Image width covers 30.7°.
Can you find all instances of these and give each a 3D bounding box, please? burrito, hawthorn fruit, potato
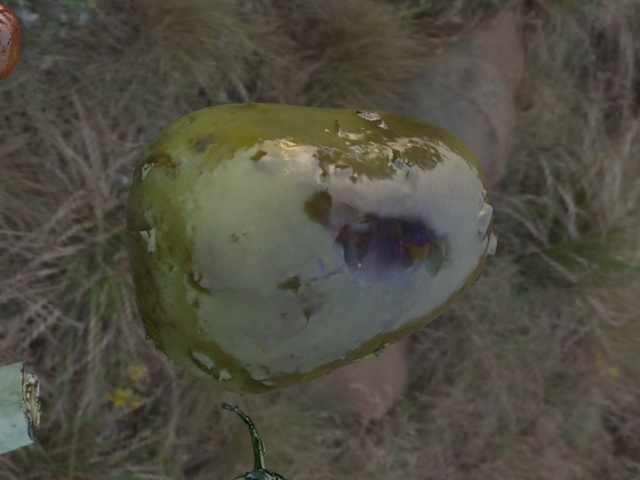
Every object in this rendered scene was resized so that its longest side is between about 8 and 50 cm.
[{"bbox_3d":[-0.282,0.146,0.933,0.118,0.074,0.044,-20,137,-5],"label":"burrito"},{"bbox_3d":[-0.297,-0.173,1.015,0.077,0.077,0.077,-14,109,-44],"label":"hawthorn fruit"},{"bbox_3d":[0.000,0.000,0.843,0.308,0.173,0.210,-10,101,-34],"label":"potato"}]

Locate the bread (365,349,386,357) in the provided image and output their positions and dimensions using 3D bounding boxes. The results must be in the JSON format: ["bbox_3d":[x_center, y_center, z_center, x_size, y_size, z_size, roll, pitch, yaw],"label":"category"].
[{"bbox_3d":[0.036,0.035,1.091,0.117,0.064,0.156,-80,171,-81],"label":"bread"}]

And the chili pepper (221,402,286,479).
[{"bbox_3d":[-0.063,0.263,0.883,0.065,0.122,0.278,62,41,-50],"label":"chili pepper"}]
